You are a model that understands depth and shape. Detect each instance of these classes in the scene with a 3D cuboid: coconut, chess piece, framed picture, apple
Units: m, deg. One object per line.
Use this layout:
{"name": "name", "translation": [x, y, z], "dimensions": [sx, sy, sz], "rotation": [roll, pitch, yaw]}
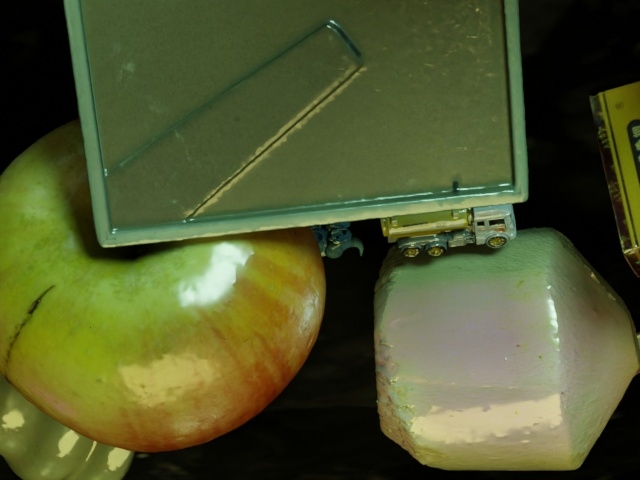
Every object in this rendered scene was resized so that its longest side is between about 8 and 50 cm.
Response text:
{"name": "coconut", "translation": [0.179, 0.104, 1.803], "dimensions": [0.245, 0.233, 0.233], "rotation": [-2, 153, 7]}
{"name": "chess piece", "translation": [-0.343, 0.131, 1.779], "dimensions": [0.330, 0.182, 0.182], "rotation": [14, 146, -25]}
{"name": "framed picture", "translation": [-0.015, -0.122, 1.357], "dimensions": [0.324, 0.020, 0.240], "rotation": [-7, 110, -1]}
{"name": "apple", "translation": [-0.140, 0.034, 1.511], "dimensions": [0.286, 0.286, 0.233], "rotation": [-7, 160, -1]}

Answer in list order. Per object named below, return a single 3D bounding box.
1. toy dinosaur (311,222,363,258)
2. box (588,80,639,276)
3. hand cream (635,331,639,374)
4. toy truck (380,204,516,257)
{"name": "toy dinosaur", "translation": [0.000, 0.000, 1.743], "dimensions": [0.083, 0.030, 0.047], "rotation": [-1, 153, -10]}
{"name": "box", "translation": [0.353, -0.074, 1.557], "dimensions": [0.237, 0.152, 0.070], "rotation": [-14, 153, 13]}
{"name": "hand cream", "translation": [0.378, 0.105, 2.030], "dimensions": [0.275, 0.050, 0.079], "rotation": [-24, 174, 19]}
{"name": "toy truck", "translation": [0.112, -0.024, 1.703], "dimensions": [0.123, 0.052, 0.063], "rotation": [-7, 146, 3]}
